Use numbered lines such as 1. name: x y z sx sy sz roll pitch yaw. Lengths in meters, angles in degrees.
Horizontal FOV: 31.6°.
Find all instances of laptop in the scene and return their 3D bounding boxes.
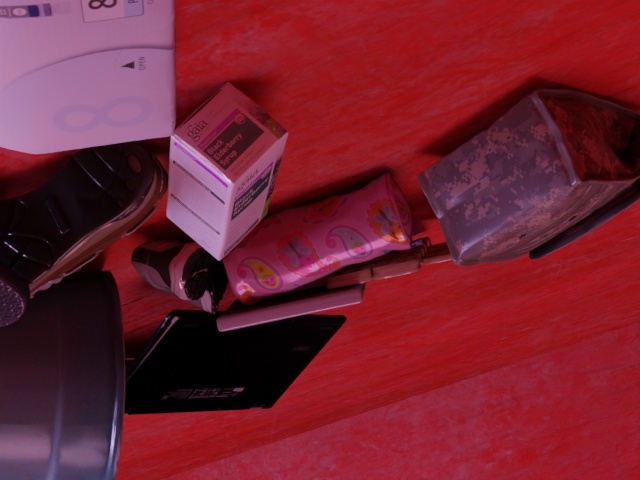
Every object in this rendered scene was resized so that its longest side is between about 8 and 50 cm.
1. laptop: -0.245 0.178 1.998 0.382 0.236 0.408 5 134 -45

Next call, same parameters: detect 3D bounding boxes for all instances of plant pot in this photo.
1. plant pot: -0.474 0.205 1.606 0.334 0.341 0.341 3 156 -21

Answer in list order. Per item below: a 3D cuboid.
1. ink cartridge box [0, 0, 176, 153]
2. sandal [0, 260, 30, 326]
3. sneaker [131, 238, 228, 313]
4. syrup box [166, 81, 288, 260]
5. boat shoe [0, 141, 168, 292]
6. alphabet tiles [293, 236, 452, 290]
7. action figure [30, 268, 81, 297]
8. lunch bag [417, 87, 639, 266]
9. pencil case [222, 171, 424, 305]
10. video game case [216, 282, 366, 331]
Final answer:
1. ink cartridge box: -0.320 -0.166 0.982 0.385 0.091 0.308 -11 161 -11
2. sandal: -0.426 -0.005 1.252 0.097 0.054 0.254 -24 121 19
3. sneaker: -0.198 0.042 1.677 0.108 0.100 0.271 16 172 12
4. syrup box: -0.114 -0.075 1.327 0.093 0.096 0.237 -47 173 -22
5. boat shoe: -0.318 -0.006 1.357 0.324 0.122 0.120 -27 168 13
6. alphabet tiles: 0.095 0.032 1.763 0.278 0.021 0.284 -11 -175 11
7. action figure: -0.426 0.053 1.508 0.232 0.137 0.063 -16 130 -29
8. lunch bag: 0.321 -0.083 1.561 0.287 0.169 0.235 -5 157 -46
9. pencil case: 0.000 0.000 1.626 0.284 0.124 0.124 -20 160 10
10. video game case: -0.038 0.091 1.697 0.212 0.023 0.193 -12 -175 6
